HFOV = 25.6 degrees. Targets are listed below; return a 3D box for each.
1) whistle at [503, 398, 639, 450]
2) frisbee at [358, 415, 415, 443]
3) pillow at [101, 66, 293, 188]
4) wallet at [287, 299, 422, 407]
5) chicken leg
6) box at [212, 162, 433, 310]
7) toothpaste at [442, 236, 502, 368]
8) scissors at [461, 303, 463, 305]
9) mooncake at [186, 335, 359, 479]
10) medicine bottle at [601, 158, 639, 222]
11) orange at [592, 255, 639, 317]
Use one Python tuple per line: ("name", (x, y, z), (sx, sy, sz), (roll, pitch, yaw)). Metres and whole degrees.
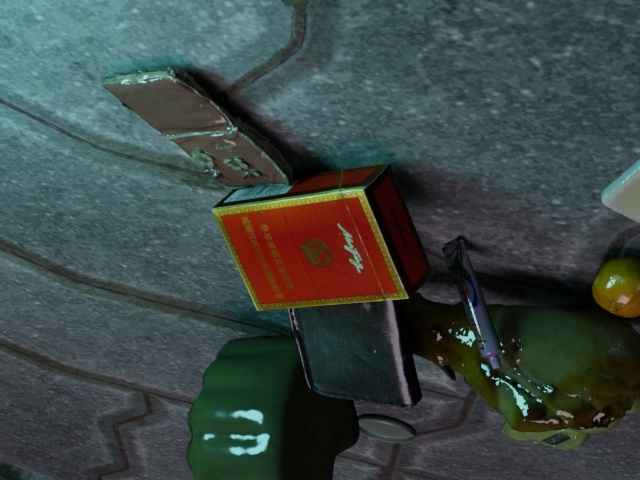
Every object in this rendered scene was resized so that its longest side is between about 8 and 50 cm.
("whistle", (0.355, 0.245, 2.061), (0.131, 0.106, 0.288), (20, 154, -15))
("frisbee", (0.116, 0.337, 2.509), (0.110, 0.014, 0.110), (12, 155, 6))
("pillow", (-0.139, -0.130, 1.636), (0.126, 0.043, 0.232), (-6, 147, 41))
("wallet", (0.031, 0.072, 1.796), (0.172, 0.045, 0.318), (4, 124, 28))
("chicken leg", (0.224, 0.132, 1.839), (0.429, 0.201, 0.153), (18, 165, 19))
("box", (0.000, 0.000, 1.689), (0.240, 0.074, 0.153), (-7, 112, 39))
("toothpaste", (0.193, 0.080, 1.761), (0.028, 0.170, 0.045), (-12, 166, -30))
("scissors", (0.156, 0.126, 1.997), (0.212, 0.021, 0.110), (9, 122, 34))
("mooncake", (-0.077, 0.319, 2.191), (0.187, 0.351, 0.351), (2, 152, 24))
("medicine bottle", (0.482, -0.019, 1.268), (0.406, 0.236, 0.236), (23, 155, -15))
("orange", (0.370, 0.057, 1.697), (0.083, 0.070, 0.083), (17, 158, 7))
